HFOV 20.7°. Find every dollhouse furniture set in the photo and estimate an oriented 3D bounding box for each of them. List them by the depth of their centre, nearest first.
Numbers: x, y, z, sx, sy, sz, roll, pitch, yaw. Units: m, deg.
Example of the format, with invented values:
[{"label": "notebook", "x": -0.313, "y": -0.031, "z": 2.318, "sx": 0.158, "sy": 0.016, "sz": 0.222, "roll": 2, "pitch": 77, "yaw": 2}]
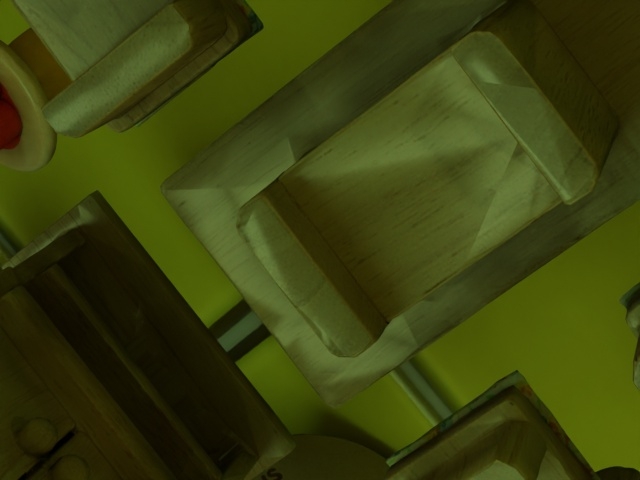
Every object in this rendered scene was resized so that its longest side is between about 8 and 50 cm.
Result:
[{"label": "dollhouse furniture set", "x": 0.000, "y": 0.000, "z": 0.473, "sx": 0.242, "sy": 0.161, "sz": 0.212, "roll": -37, "pitch": 93, "yaw": 20}]

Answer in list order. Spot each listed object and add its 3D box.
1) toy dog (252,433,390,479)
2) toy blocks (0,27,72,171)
[{"label": "toy dog", "x": -0.117, "y": 0.119, "z": 0.678, "sx": 0.334, "sy": 0.161, "sz": 0.220, "roll": 16, "pitch": 132, "yaw": 38}, {"label": "toy blocks", "x": -0.120, "y": -0.061, "z": 0.529, "sx": 0.054, "sy": 0.148, "sz": 0.123, "roll": 25, "pitch": 138, "yaw": 31}]
